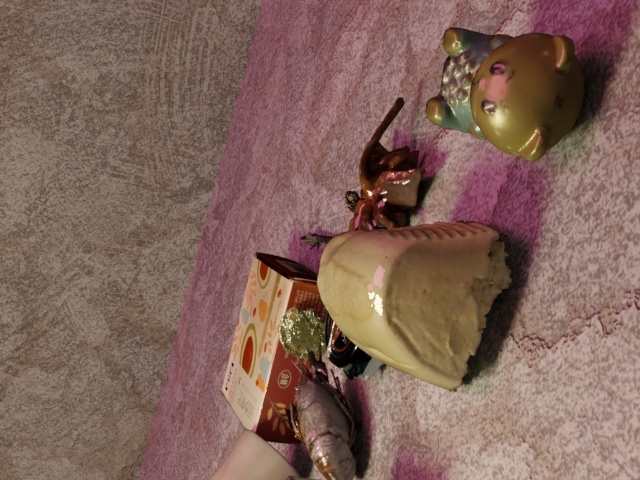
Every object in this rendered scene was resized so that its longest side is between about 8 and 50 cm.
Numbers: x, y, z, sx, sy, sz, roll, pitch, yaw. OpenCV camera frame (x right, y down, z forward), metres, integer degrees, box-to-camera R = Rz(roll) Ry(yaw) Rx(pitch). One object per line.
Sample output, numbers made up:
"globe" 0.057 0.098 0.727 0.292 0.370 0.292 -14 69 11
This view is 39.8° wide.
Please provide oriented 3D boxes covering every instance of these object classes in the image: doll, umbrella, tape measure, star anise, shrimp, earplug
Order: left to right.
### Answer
"earplug" -0.202 0.578 1.912 0.301 0.172 0.172 -46 9 -22
"umbrella" -0.005 0.002 2.152 0.269 0.044 0.044 -173 65 -71
"shrimp" 0.008 0.343 1.783 0.116 0.145 0.343 -39 40 20
"umbrella" 0.075 -0.081 1.917 0.037 0.040 0.144 -36 -9 3
"tape measure" 0.081 0.167 1.715 0.181 0.107 0.182 -103 32 -45
"star anise" 0.121 -0.095 1.764 0.350 0.108 0.292 -69 26 21
"doll" 0.280 -0.221 1.315 0.260 0.161 0.177 -140 63 -68

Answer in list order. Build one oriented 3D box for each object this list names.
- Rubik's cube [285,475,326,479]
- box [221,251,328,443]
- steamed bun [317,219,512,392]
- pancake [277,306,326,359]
"Rubik's cube" 0.046 0.519 1.448 0.207 0.205 0.205 180 102 -71
"box" -0.110 0.251 2.165 0.344 0.122 0.386 -154 77 -69
"steamed bun" 0.151 0.108 1.407 0.290 0.273 0.273 177 89 -74
"pancake" -0.034 0.208 1.969 0.116 0.129 0.022 -53 4 12
